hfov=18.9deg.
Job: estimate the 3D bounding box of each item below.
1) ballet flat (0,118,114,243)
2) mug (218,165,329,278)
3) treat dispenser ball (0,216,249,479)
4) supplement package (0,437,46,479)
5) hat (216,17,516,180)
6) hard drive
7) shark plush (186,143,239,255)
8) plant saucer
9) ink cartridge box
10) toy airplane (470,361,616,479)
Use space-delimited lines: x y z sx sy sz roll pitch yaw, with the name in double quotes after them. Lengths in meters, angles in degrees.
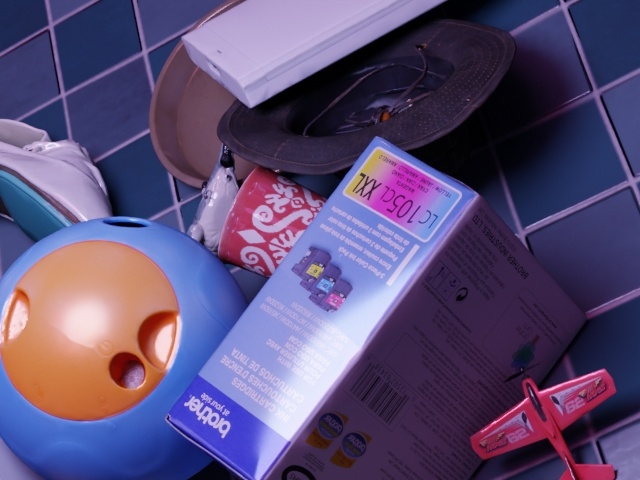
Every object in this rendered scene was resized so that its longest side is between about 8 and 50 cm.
-0.349 -0.078 2.301 0.400 0.139 0.139 21 75 39 "ballet flat"
0.001 -0.006 2.022 0.169 0.113 0.150 24 42 13 "mug"
-0.207 0.120 1.976 0.288 0.288 0.288 -15 56 24 "treat dispenser ball"
-0.440 0.279 2.054 0.293 0.177 0.175 -32 50 15 "supplement package"
0.066 -0.116 2.037 0.331 0.134 0.331 -18 30 10 "hat"
0.015 -0.260 2.132 0.307 0.040 0.203 -30 30 -10 "hard drive"
-0.125 -0.047 2.143 0.067 0.073 0.161 -146 56 -62 "shark plush"
-0.073 -0.173 2.232 0.278 0.041 0.278 -16 56 24 "plant saucer"
0.041 0.143 1.822 0.151 0.270 0.395 30 80 41 "ink cartridge box"
0.224 0.185 1.815 0.151 0.028 0.151 -2 85 18 "toy airplane"
